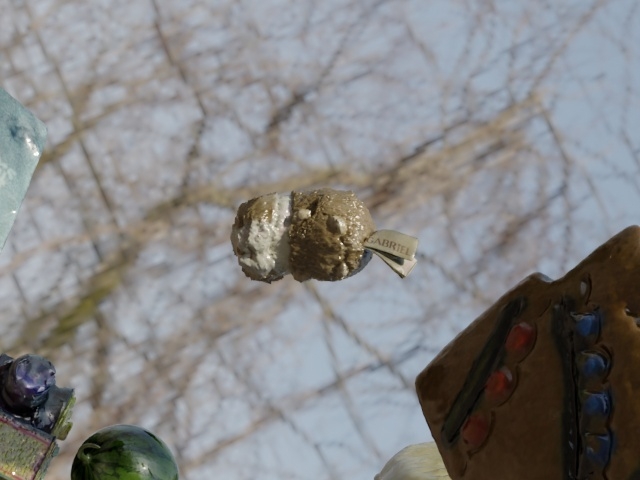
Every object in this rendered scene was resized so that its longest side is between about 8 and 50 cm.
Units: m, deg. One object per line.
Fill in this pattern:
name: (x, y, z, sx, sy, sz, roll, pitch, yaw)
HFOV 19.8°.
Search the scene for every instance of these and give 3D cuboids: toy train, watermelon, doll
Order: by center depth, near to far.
watermelon: (-0.182, 0.214, 1.669, 0.109, 0.109, 0.109, 44, -33, 38)
toy train: (-0.327, 0.211, 1.706, 0.134, 0.177, 0.261, 29, -48, -6)
doll: (0.003, -0.007, 2.077, 0.221, 0.115, 0.105, -2, -76, 20)

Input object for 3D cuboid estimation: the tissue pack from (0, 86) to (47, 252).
tissue pack: (-0.358, -0.090, 1.479, 0.081, 0.185, 0.257, -19, -48, 41)

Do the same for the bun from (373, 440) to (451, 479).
bun: (0.218, 0.344, 2.032, 0.362, 0.326, 0.234, 19, -64, 47)

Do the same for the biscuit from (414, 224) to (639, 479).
biscuit: (0.172, 0.099, 1.130, 0.301, 0.278, 0.043, -5, -30, 41)
